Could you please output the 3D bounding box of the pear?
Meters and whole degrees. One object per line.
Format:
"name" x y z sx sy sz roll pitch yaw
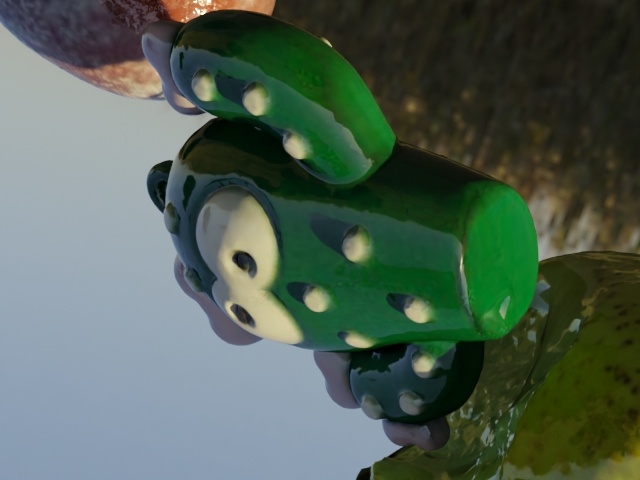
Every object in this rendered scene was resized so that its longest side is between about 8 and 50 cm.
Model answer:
"pear" 0.146 0.126 1.008 0.159 0.292 0.292 32 -177 -16

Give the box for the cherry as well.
"cherry" -0.158 -0.243 1.503 0.285 0.236 0.213 59 -166 15

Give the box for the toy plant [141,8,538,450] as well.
"toy plant" -0.002 -0.004 1.002 0.243 0.232 0.112 32 -130 21
